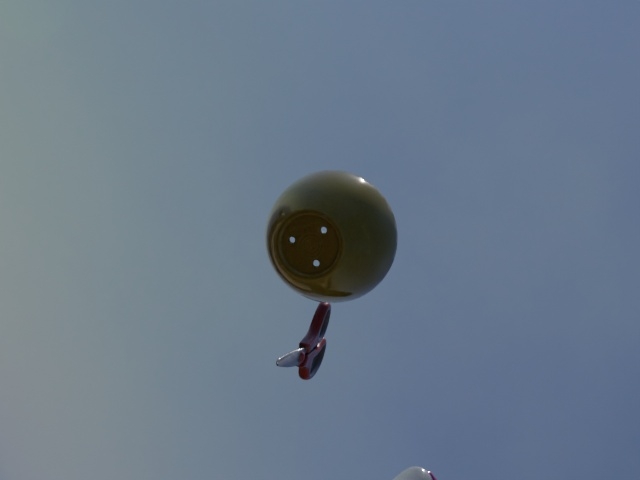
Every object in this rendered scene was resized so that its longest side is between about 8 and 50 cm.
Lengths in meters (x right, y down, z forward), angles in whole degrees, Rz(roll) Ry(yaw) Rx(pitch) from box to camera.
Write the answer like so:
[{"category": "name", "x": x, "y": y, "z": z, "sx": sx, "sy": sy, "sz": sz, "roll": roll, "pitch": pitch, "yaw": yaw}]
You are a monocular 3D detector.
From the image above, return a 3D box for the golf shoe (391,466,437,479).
[{"category": "golf shoe", "x": 0.022, "y": 0.344, "z": 1.747, "sx": 0.140, "sy": 0.306, "sz": 0.115, "roll": 56, "pitch": -37, "yaw": -2}]

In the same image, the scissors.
[{"category": "scissors", "x": -0.026, "y": 0.163, "z": 1.940, "sx": 0.297, "sy": 0.021, "sz": 0.109, "roll": -49, "pitch": 153, "yaw": -72}]

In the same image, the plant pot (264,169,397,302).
[{"category": "plant pot", "x": 0.000, "y": 0.000, "z": 1.413, "sx": 0.134, "sy": 0.134, "sz": 0.095, "roll": 62, "pitch": 15, "yaw": 2}]
